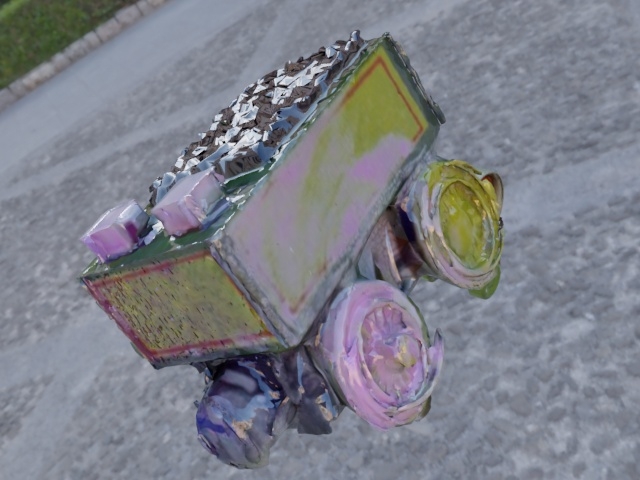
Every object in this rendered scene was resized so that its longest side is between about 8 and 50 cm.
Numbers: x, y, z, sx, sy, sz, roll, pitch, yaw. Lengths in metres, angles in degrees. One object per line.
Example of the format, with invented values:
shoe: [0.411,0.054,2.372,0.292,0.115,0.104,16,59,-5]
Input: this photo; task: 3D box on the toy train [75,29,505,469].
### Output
toy train: [0.000,0.000,0.496,0.134,0.177,0.261,-14,29,41]

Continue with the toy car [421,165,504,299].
toy car: [0.251,-0.032,1.493,0.145,0.235,0.235,18,53,33]
